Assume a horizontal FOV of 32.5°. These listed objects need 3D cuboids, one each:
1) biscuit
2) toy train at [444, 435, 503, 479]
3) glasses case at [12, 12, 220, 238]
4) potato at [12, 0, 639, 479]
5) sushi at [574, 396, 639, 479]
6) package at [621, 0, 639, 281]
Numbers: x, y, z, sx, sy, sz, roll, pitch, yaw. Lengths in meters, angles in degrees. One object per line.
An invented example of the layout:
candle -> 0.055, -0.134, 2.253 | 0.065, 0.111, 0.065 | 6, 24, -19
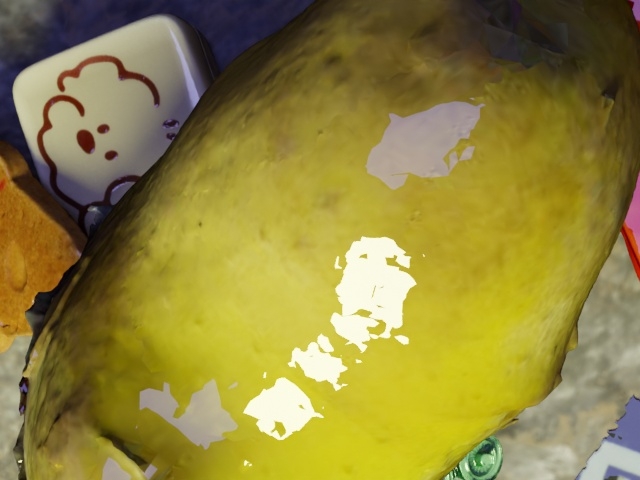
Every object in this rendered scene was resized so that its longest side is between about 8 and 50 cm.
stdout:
biscuit -> -0.247, 0.001, 0.802 | 0.280, 0.043, 0.183 | 15, 108, 30
toy train -> 0.046, 0.143, 0.737 | 0.178, 0.071, 0.104 | -28, 108, -30
glasses case -> -0.103, 0.014, 0.801 | 0.144, 0.076, 0.336 | -21, 86, 9
potato -> 0.000, 0.000, 0.587 | 0.397, 0.296, 0.290 | -35, 74, -25
sushi -> 0.261, 0.337, 0.737 | 0.339, 0.069, 0.320 | 36, 95, 8
package -> 0.273, -0.052, 0.714 | 0.196, 0.123, 0.423 | -22, 84, 11
